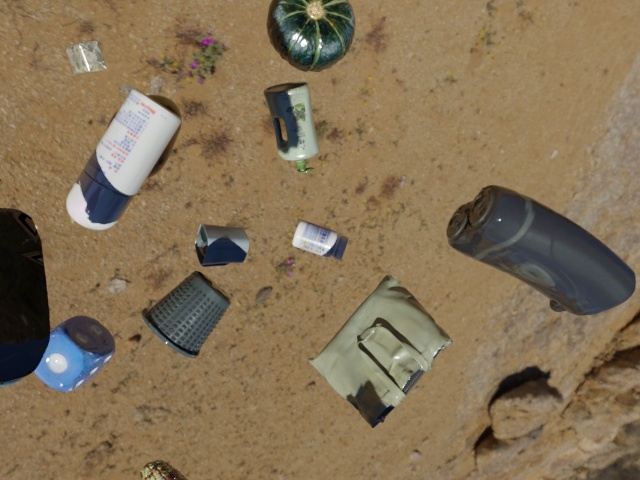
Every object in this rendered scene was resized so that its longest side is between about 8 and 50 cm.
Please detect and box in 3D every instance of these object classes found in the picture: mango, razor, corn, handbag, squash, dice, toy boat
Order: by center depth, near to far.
[{"bbox_3d":[-0.532,0.090,0.745,0.092,0.299,0.134,-24,158,21],"label":"toy boat"},{"bbox_3d":[0.431,0.024,0.925,0.114,0.349,0.204,-64,-173,-24],"label":"razor"},{"bbox_3d":[-0.345,0.645,1.152,0.086,0.253,0.086,-47,171,-10],"label":"corn"},{"bbox_3d":[0.153,0.271,1.164,0.316,0.253,0.109,-45,145,-6],"label":"handbag"},{"bbox_3d":[-0.632,0.286,1.192,0.146,0.143,0.146,-47,178,12],"label":"dice"},{"bbox_3d":[-0.480,-0.289,1.253,0.175,0.139,0.255,43,60,-54],"label":"mango"},{"bbox_3d":[-0.026,-0.600,1.294,0.252,0.165,0.252,1,85,-13],"label":"squash"}]

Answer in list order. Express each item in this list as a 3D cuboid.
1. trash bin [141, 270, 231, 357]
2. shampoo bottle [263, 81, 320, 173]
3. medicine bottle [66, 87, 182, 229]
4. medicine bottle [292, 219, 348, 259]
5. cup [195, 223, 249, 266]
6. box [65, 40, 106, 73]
[{"bbox_3d":[-0.308,0.166,1.116,0.161,0.175,0.175,-48,140,-7],"label":"trash bin"},{"bbox_3d":[-0.067,-0.285,1.212,0.087,0.118,0.234,-72,155,-56],"label":"shampoo bottle"},{"bbox_3d":[-0.472,-0.179,1.094,0.130,0.130,0.341,29,96,-50],"label":"medicine bottle"},{"bbox_3d":[0.000,0.000,1.666,0.103,0.186,0.103,20,90,-89],"label":"medicine bottle"},{"bbox_3d":[-0.280,0.024,1.287,0.129,0.095,0.128,2,130,-31],"label":"cup"},{"bbox_3d":[-0.506,-0.395,1.000,0.045,0.098,0.062,-30,120,-37],"label":"box"}]
